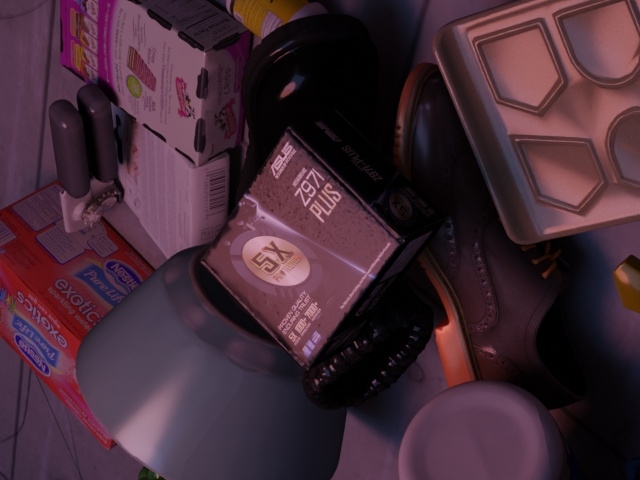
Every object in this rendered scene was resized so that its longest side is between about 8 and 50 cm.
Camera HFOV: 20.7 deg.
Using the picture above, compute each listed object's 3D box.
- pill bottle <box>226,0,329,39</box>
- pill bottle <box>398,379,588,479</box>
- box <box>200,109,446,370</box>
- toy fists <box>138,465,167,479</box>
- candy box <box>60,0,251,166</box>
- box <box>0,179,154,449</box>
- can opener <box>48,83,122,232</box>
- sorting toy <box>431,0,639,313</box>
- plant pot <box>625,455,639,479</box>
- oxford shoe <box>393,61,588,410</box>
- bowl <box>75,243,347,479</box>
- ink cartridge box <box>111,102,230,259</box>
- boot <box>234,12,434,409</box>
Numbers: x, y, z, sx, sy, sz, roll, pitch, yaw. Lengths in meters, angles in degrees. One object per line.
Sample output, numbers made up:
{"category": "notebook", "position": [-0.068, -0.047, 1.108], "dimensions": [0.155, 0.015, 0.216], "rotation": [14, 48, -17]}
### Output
{"category": "pill bottle", "position": [-0.032, -0.217, 1.717], "dimensions": [0.116, 0.065, 0.065], "rotation": [41, 141, 22]}
{"category": "pill bottle", "position": [0.181, 0.250, 1.661], "dimensions": [0.153, 0.153, 0.264], "rotation": [30, 166, 33]}
{"category": "box", "position": [0.000, 0.000, 1.571], "dimensions": [0.147, 0.077, 0.180], "rotation": [46, 125, 14]}
{"category": "toy fists", "position": [-0.154, 0.319, 2.232], "dimensions": [0.142, 0.096, 0.279], "rotation": [57, 146, 3]}
{"category": "candy box", "position": [-0.182, -0.209, 1.895], "dimensions": [0.233, 0.071, 0.159], "rotation": [38, 141, 27]}
{"category": "box", "position": [-0.294, 0.088, 2.180], "dimensions": [0.300, 0.154, 0.142], "rotation": [43, 142, 18]}
{"category": "can opener", "position": [-0.281, -0.094, 2.031], "dimensions": [0.093, 0.074, 0.280], "rotation": [51, 161, 16]}
{"category": "sorting toy", "position": [0.247, -0.071, 1.488], "dimensions": [0.229, 0.041, 0.307], "rotation": [-15, 105, 37]}
{"category": "plant pot", "position": [0.344, 0.309, 1.521], "dimensions": [0.236, 0.212, 0.236], "rotation": [-8, 109, 45]}
{"category": "oxford shoe", "position": [0.164, -0.001, 1.621], "dimensions": [0.133, 0.130, 0.363], "rotation": [-1, 122, 31]}
{"category": "bowl", "position": [-0.088, 0.118, 1.871], "dimensions": [0.311, 0.311, 0.163], "rotation": [41, 122, 22]}
{"category": "ink cartridge box", "position": [-0.176, -0.077, 2.022], "dimensions": [0.224, 0.056, 0.181], "rotation": [51, 148, 43]}
{"category": "boot", "position": [0.020, -0.022, 1.678], "dimensions": [0.348, 0.131, 0.260], "rotation": [97, 156, -54]}
